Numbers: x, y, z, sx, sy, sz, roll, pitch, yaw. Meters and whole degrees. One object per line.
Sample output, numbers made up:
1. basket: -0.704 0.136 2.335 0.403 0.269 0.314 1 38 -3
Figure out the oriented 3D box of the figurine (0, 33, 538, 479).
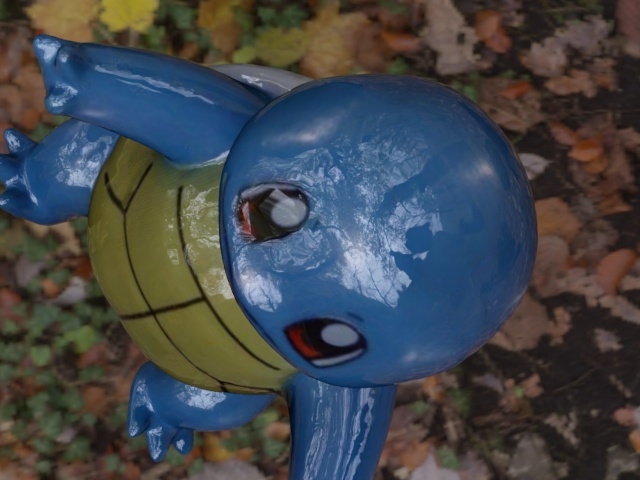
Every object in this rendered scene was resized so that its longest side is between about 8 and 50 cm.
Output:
1. figurine: -0.038 0.013 0.745 0.416 0.243 0.298 -155 45 -79
